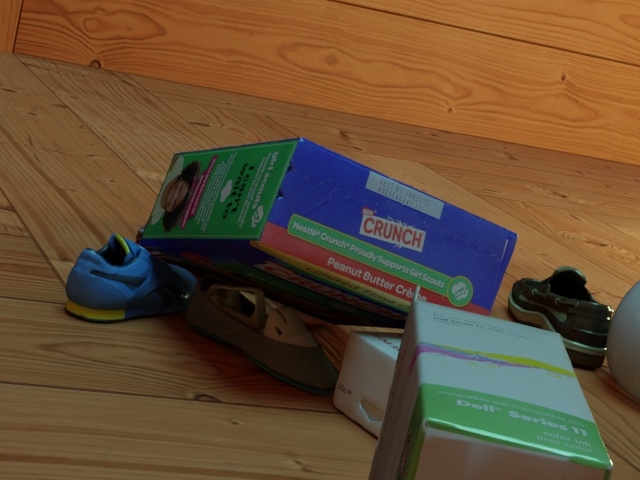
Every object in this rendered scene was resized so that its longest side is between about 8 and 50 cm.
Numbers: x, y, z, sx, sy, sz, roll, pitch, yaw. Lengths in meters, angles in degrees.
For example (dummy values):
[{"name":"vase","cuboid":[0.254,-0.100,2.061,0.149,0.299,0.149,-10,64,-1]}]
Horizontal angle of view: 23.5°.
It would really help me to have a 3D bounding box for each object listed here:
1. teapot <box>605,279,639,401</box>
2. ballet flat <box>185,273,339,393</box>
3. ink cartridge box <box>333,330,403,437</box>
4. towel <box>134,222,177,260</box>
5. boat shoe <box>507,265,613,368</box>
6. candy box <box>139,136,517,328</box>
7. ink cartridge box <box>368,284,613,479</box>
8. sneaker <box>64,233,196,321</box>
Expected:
[{"name":"teapot","cuboid":[0.462,0.096,1.768,0.256,0.187,0.252,24,25,21]},{"name":"ballet flat","cuboid":[-0.059,0.089,1.577,0.213,0.068,0.072,24,16,39]},{"name":"ink cartridge box","cuboid":[0.130,0.149,1.490,0.190,0.082,0.139,7,14,-36]},{"name":"towel","cuboid":[-0.059,0.028,1.937,0.329,0.037,0.237,16,10,2]},{"name":"boat shoe","cuboid":[0.314,0.079,1.964,0.095,0.095,0.257,10,13,-16]},{"name":"candy box","cuboid":[0.000,0.000,1.597,0.268,0.122,0.317,23,-12,-25]},{"name":"ink cartridge box","cuboid":[0.100,0.171,1.055,0.119,0.207,0.353,12,13,0]},{"name":"sneaker","cuboid":[-0.192,0.035,1.651,0.069,0.082,0.209,18,11,28]}]
